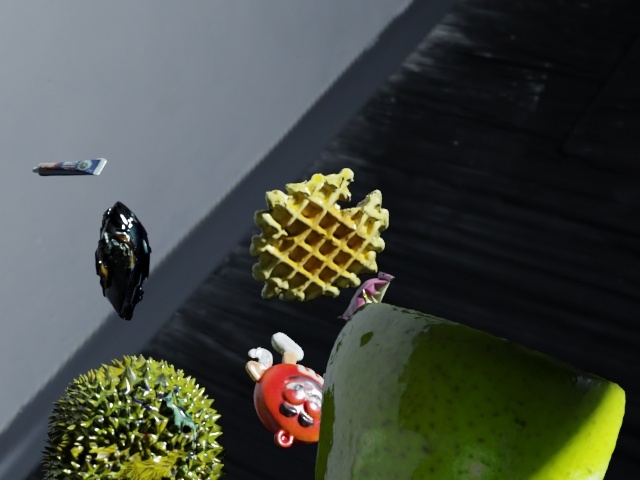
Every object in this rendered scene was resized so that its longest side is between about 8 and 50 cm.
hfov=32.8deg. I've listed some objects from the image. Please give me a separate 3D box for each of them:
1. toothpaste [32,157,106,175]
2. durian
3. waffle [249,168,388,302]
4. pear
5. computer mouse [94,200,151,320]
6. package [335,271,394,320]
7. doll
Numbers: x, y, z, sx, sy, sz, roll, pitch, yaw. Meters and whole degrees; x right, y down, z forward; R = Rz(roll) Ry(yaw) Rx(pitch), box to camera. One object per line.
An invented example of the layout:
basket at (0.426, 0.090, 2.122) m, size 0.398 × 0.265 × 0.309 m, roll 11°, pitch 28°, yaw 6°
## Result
toothpaste at (-0.406, -0.116, 1.747) m, size 0.021 × 0.139 × 0.037 m, roll 63°, pitch 36°, yaw -42°
durian at (-0.257, 0.296, 1.557) m, size 0.291 × 0.224 × 0.291 m, roll 29°, pitch 43°, yaw -30°
waffle at (0.001, 0.001, 1.923) m, size 0.261 × 0.056 × 0.250 m, roll -15°, pitch 121°, yaw -21°
pear at (0.102, 0.235, 1.105) m, size 0.238 × 0.342 × 0.318 m, roll 19°, pitch 84°, yaw -21°
computer mouse at (-0.361, 0.040, 2.045) m, size 0.146 × 0.077 × 0.242 m, roll -54°, pitch 147°, yaw -61°
package at (0.057, 0.072, 1.362) m, size 0.083 × 0.059 × 0.029 m, roll -44°, pitch 103°, yaw -10°
doll at (-0.035, 0.223, 1.604) m, size 0.085 × 0.183 × 0.217 m, roll -55°, pitch 178°, yaw 27°
